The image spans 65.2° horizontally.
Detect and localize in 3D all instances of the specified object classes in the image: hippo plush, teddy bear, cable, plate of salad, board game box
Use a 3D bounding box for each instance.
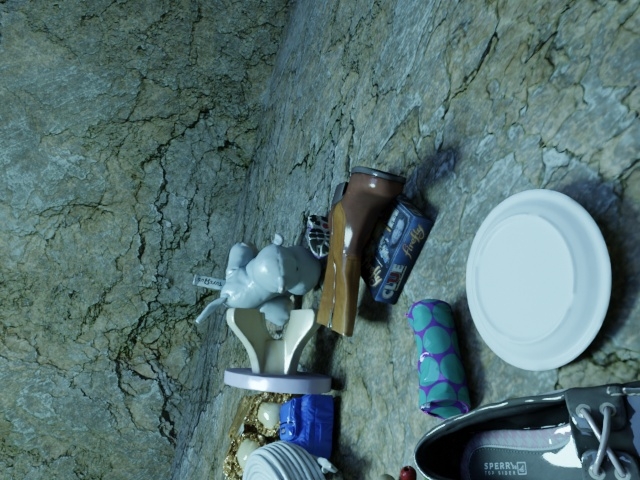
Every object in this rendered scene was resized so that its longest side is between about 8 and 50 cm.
[{"bbox_3d":[-0.135,0.065,1.254,0.236,0.294,0.235,-41,50,40],"label":"hippo plush"},{"bbox_3d":[-0.131,0.432,1.142,0.338,0.113,0.245,-53,13,57],"label":"teddy bear"},{"bbox_3d":[-0.054,0.486,0.873,0.257,0.089,0.257,-3,93,57],"label":"cable"},{"bbox_3d":[0.238,0.043,0.561,0.200,0.048,0.200,-176,90,-66],"label":"plate of salad"},{"bbox_3d":[0.113,-0.014,0.944,0.243,0.042,0.165,-118,47,-62],"label":"board game box"}]

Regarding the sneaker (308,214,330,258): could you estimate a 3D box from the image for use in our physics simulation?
[{"bbox_3d":[0.000,0.000,1.241,0.170,0.068,0.071,-94,11,-61],"label":"sneaker"}]

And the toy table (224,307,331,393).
[{"bbox_3d":[-0.091,0.231,1.072,0.274,0.252,0.161,-5,77,32],"label":"toy table"}]

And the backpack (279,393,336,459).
[{"bbox_3d":[-0.027,0.368,0.972,0.098,0.101,0.120,125,147,-57],"label":"backpack"}]

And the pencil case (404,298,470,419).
[{"bbox_3d":[0.155,0.158,0.676,0.070,0.064,0.152,-26,46,32],"label":"pencil case"}]

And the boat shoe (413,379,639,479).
[{"bbox_3d":[0.209,0.197,0.454,0.335,0.095,0.112,134,146,-54],"label":"boat shoe"}]

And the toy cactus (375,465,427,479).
[{"bbox_3d":[0.096,0.379,0.652,0.180,0.112,0.219,-125,44,-77],"label":"toy cactus"}]

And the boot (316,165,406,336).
[{"bbox_3d":[0.054,0.024,0.875,0.264,0.096,0.281,169,113,-68],"label":"boot"}]
